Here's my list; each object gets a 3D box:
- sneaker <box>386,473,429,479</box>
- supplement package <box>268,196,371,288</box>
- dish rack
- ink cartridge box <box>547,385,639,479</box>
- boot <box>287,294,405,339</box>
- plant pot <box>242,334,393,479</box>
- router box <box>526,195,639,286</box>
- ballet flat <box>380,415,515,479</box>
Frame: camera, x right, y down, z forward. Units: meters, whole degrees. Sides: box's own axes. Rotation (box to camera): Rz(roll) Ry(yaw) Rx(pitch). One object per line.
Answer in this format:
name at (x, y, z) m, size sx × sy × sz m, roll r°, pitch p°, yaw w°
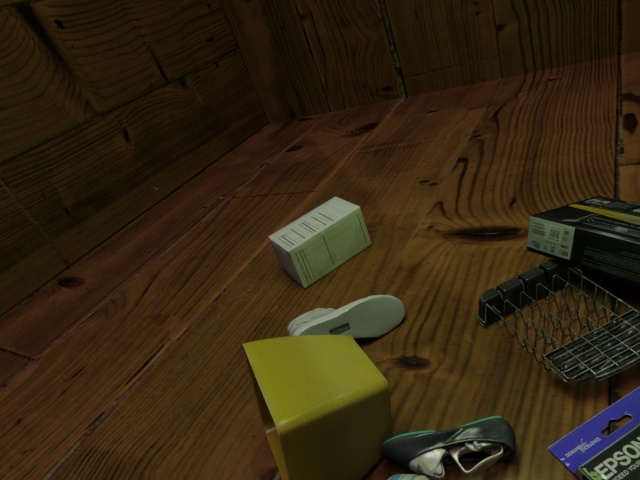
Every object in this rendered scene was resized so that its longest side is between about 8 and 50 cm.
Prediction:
sneaker at (0.097, 0.418, 0.545) m, size 0.086 × 0.085 × 0.237 m, roll -34°, pitch 21°, yaw 38°
supplement package at (0.000, 0.000, 1.251) m, size 0.244 × 0.139 × 0.134 m, roll -31°, pitch 31°, yaw -19°
dish rack at (0.435, 0.144, 0.783) m, size 0.208 × 0.074 × 0.271 m, roll -26°, pitch 30°, yaw -5°
ink cartridge box at (0.449, 0.282, 0.559) m, size 0.206 × 0.045 × 0.208 m, roll -28°, pitch 28°, yaw -9°
boot at (0.049, 0.172, 0.975) m, size 0.258 × 0.095 × 0.123 m, roll -15°, pitch 11°, yaw -12°
plant pot at (0.003, 0.277, 0.723) m, size 0.187 × 0.212 × 0.212 m, roll -17°, pitch 26°, yaw -17°
router box at (0.605, 0.000, 0.827) m, size 0.242 × 0.081 × 0.309 m, roll -14°, pitch 23°, yaw -27°
ballet flat at (0.192, 0.317, 0.651) m, size 0.203 × 0.074 × 0.074 m, roll -15°, pitch 29°, yaw 6°
